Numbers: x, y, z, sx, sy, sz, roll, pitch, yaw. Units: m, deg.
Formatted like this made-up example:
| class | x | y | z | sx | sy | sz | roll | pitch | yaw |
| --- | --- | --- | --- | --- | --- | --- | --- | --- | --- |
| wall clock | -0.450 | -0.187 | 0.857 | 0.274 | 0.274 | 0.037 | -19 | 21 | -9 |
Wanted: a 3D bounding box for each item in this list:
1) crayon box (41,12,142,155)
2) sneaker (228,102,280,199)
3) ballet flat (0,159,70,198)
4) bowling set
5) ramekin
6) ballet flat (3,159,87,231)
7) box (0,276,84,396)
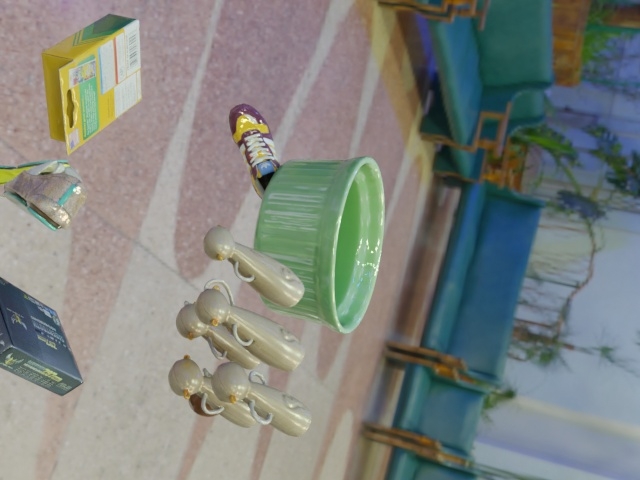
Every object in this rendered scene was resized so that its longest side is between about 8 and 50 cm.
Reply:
| class | x | y | z | sx | sy | sz | roll | pitch | yaw |
| --- | --- | --- | --- | --- | --- | --- | --- | --- | --- |
| crayon box | -0.509 | -0.349 | 1.915 | 0.323 | 0.083 | 0.203 | -58 | 158 | -53 |
| sneaker | -0.103 | -0.149 | 1.505 | 0.185 | 0.069 | 0.084 | 67 | -6 | -20 |
| ballet flat | -0.627 | -0.125 | 1.806 | 0.077 | 0.231 | 0.077 | -8 | 97 | -80 |
| bowling set | -0.129 | 0.144 | 1.054 | 0.154 | 0.200 | 0.287 | 35 | 25 | -27 |
| ramekin | 0.000 | 0.000 | 1.499 | 0.303 | 0.148 | 0.303 | 8 | 90 | -72 |
| ballet flat | -0.463 | -0.082 | 1.495 | 0.107 | 0.316 | 0.106 | 42 | 78 | -30 |
| box | -0.551 | 0.176 | 1.625 | 0.059 | 0.183 | 0.233 | -33 | 148 | 3 |
